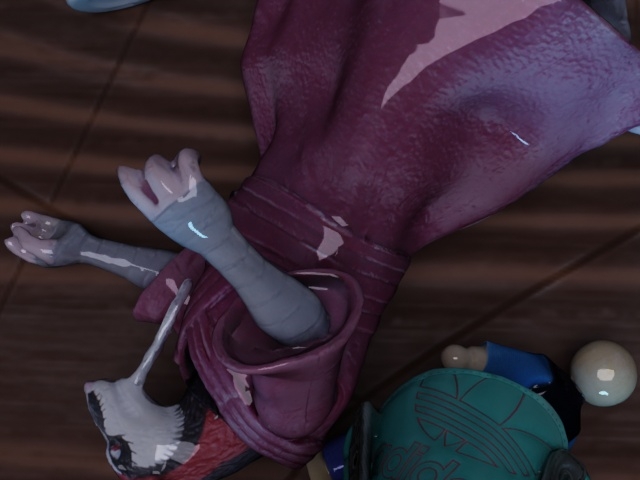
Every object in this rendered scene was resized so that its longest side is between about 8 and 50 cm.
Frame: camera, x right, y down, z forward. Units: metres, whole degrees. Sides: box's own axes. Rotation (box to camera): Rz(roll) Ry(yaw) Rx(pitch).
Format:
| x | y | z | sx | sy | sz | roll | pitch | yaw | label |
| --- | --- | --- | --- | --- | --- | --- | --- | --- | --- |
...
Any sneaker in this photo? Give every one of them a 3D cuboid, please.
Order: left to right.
| x | y | z | sx | sy | sz | roll | pitch | yaw | label |
| --- | --- | --- | --- | --- | --- | --- | --- | --- | --- |
| 0.041 | 0.128 | 0.456 | 0.124 | 0.295 | 0.178 | 13 | 65 | 18 | sneaker |

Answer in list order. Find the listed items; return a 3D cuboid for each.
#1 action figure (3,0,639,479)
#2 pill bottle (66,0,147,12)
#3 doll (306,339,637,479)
| x | y | z | sx | sy | sz | roll | pitch | yaw | label |
| --- | --- | --- | --- | --- | --- | --- | --- | --- | --- |
| 0.000 | 0.000 | 0.591 | 0.276 | 0.248 | 0.370 | 26 | 91 | -24 | action figure |
| -0.128 | -0.196 | 0.631 | 0.065 | 0.065 | 0.116 | -16 | 89 | 3 | pill bottle |
| 0.087 | 0.103 | 0.614 | 0.189 | 0.046 | 0.129 | -22 | 124 | 4 | doll |
